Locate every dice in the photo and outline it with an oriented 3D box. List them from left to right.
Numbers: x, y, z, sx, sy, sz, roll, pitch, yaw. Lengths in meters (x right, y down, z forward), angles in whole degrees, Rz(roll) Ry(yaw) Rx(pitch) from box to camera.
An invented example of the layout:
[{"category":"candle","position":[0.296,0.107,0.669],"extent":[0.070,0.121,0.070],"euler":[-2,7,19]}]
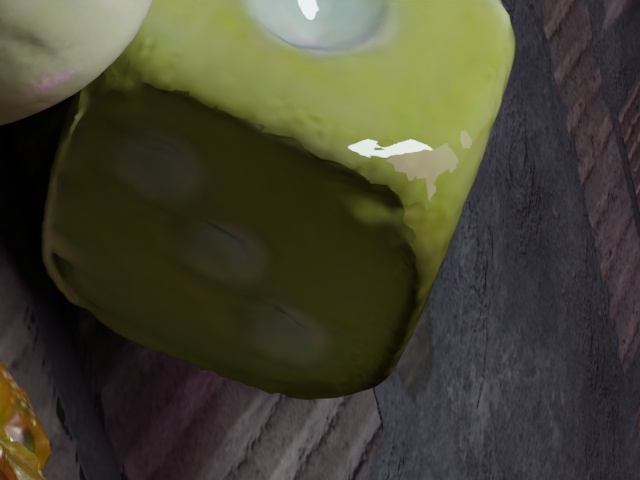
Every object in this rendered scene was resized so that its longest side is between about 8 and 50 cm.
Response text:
[{"category":"dice","position":[-0.025,-0.062,1.223],"extent":[0.233,0.238,0.227],"euler":[111,0,-47]}]

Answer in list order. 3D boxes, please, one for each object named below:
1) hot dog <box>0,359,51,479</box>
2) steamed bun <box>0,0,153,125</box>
[{"category":"hot dog","position":[-0.226,0.087,0.797],"extent":[0.387,0.174,0.267],"euler":[39,4,-36]},{"category":"steamed bun","position":[-0.214,-0.168,1.049],"extent":[0.225,0.170,0.200],"euler":[42,13,-34]}]
